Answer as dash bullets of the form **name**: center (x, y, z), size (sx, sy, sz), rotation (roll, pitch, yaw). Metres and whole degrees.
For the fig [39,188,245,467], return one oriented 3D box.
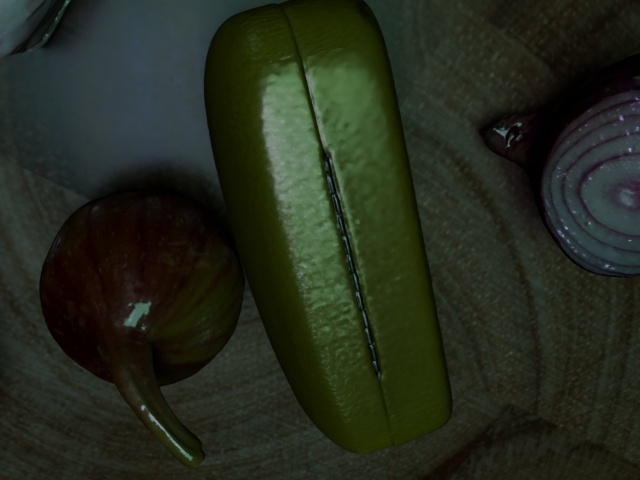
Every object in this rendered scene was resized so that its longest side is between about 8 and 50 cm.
- **fig**: center (-0.145, 0.053, 0.425), size (0.174, 0.207, 0.175), rotation (-1, 115, -3)

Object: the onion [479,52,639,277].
- **onion**: center (0.262, -0.082, 0.491), size (0.217, 0.140, 0.195), rotation (20, 135, 27)

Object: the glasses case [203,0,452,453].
- **glasses case**: center (0.000, 0.000, 0.447), size (0.140, 0.173, 0.372), rotation (-16, 110, -5)

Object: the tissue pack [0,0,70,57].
- **tissue pack**: center (-0.216, -0.287, 0.331), size (0.201, 0.124, 0.271), rotation (35, 102, -16)
